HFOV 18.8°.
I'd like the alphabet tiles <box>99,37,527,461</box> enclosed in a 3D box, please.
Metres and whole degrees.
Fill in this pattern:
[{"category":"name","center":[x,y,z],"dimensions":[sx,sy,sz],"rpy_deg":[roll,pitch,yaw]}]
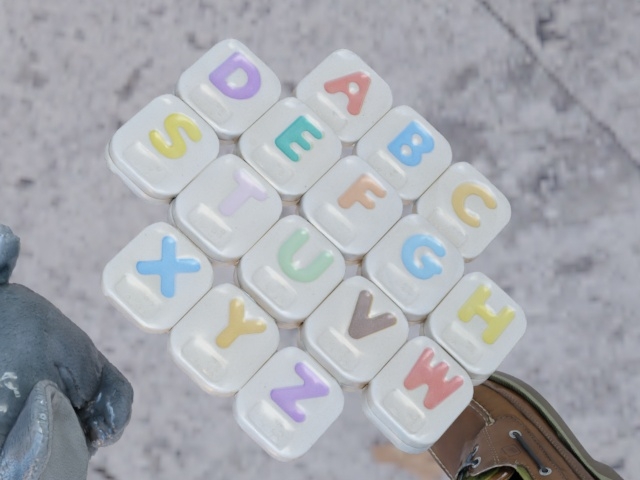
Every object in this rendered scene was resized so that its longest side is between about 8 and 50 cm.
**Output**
[{"category":"alphabet tiles","center":[0.000,0.000,1.252],"dimensions":[0.284,0.278,0.021],"rpy_deg":[44,143,2]}]

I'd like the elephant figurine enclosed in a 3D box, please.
[{"category":"elephant figurine","center":[-0.213,0.147,1.256],"dimensions":[0.186,0.239,0.169],"rpy_deg":[39,114,-14]}]

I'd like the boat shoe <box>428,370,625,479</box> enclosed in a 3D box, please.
[{"category":"boat shoe","center":[0.167,0.206,1.699],"dimensions":[0.104,0.307,0.111],"rpy_deg":[-12,121,-35]}]
